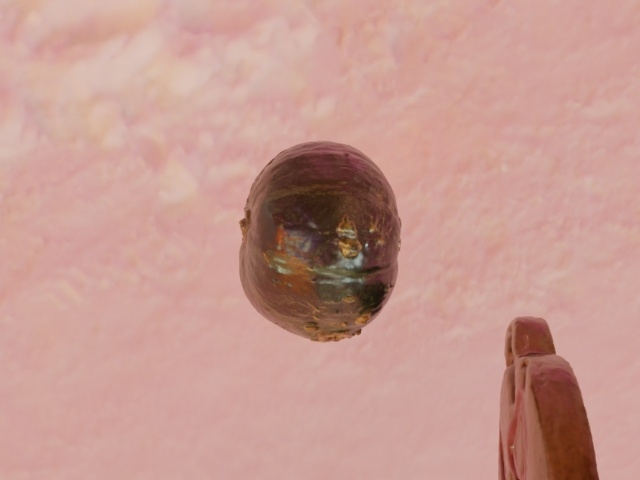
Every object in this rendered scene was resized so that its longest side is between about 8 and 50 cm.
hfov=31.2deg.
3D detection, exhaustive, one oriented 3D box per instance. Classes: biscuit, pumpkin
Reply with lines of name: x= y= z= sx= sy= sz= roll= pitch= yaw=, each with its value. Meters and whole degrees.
biscuit: x=0.204 y=0.226 z=1.083 sx=0.063 sy=0.367 sz=0.314 roll=-7 pitch=77 yaw=3
pumpkin: x=-0.001 y=0.000 z=1.030 sx=0.146 sy=0.190 sz=0.190 roll=7 pitch=65 yaw=4
